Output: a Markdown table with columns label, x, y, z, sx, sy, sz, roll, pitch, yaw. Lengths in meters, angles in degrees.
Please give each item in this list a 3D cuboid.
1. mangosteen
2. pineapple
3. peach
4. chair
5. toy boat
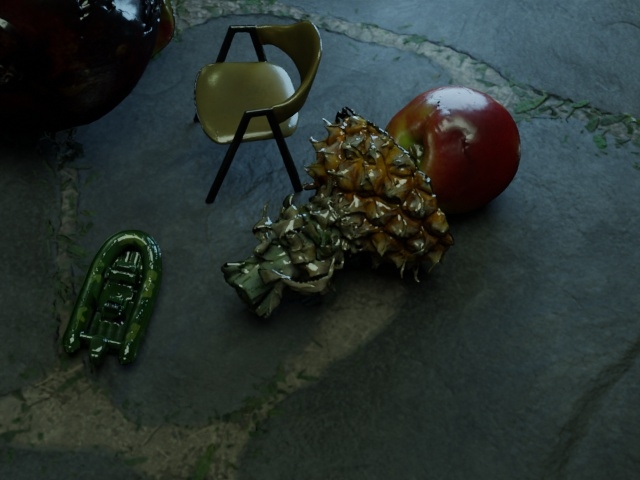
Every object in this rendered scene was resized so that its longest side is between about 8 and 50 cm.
| label | x | y | z | sx | sy | sz | roll | pitch | yaw |
| --- | --- | --- | --- | --- | --- | --- | --- | --- | --- |
| mangosteen | -0.401 | -0.331 | 1.830 | 0.381 | 0.421 | 0.381 | 2 | 98 | 11 |
| pineapple | 0.000 | 0.000 | 1.724 | 0.271 | 0.262 | 0.262 | -37 | 66 | -12 |
| peach | 0.195 | -0.132 | 1.838 | 0.197 | 0.197 | 0.197 | 2 | 57 | -3 |
| chair | -0.089 | -0.193 | 1.809 | 0.172 | 0.247 | 0.159 | -7 | 57 | -8 |
| toy boat | -0.272 | 0.076 | 1.732 | 0.104 | 0.052 | 0.210 | 11 | 57 | 6 |
